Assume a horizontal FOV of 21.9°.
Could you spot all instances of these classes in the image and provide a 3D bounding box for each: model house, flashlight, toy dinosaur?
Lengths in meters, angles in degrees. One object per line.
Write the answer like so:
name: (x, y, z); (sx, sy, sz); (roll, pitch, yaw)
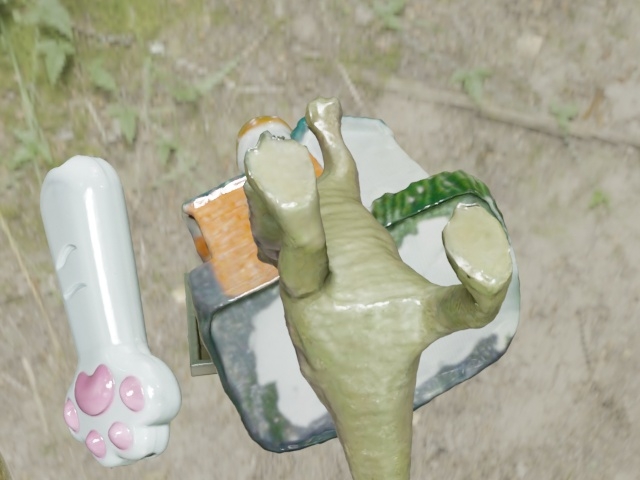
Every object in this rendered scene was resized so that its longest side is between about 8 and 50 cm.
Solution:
model house: (0.000, 0.000, 1.482); (0.271, 0.190, 0.301); (-26, 40, -5)
flashlight: (-0.140, 0.042, 1.047); (0.047, 0.093, 0.200); (-2, 76, -46)
toy dinosaur: (0.021, 0.049, 0.659); (0.072, 0.200, 0.251); (-22, 69, -17)

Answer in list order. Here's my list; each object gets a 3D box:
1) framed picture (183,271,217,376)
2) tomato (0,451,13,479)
framed picture: (-0.043, 0.070, 1.641); (0.184, 0.016, 0.250); (-6, 20, -5)
tomato: (-0.365, 0.195, 1.191); (0.303, 0.303, 0.239); (32, 57, 13)
